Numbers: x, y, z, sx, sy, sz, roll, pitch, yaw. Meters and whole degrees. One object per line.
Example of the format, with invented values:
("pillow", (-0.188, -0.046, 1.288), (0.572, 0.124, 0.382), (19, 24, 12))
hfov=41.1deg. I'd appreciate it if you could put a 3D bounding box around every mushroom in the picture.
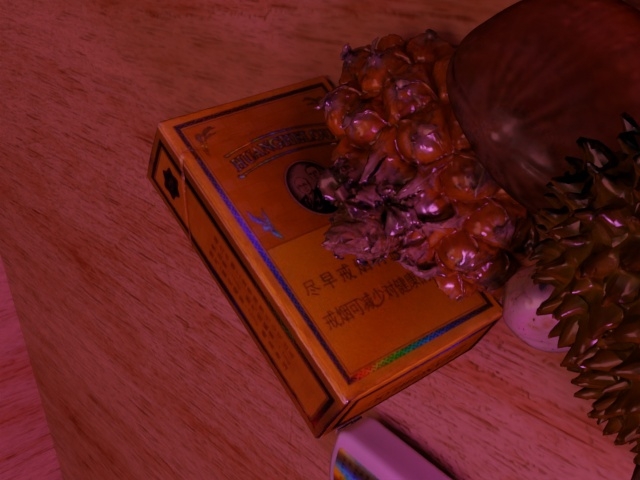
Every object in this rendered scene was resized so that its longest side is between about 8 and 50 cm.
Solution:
("mushroom", (0.184, 0.048, 0.663), (0.084, 0.067, 0.083), (12, 138, 12))

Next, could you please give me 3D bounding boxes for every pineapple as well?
("pineapple", (0.075, -0.062, 0.671), (0.140, 0.164, 0.249), (-36, 75, 49))

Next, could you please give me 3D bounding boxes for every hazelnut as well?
("hazelnut", (0.153, -0.083, 0.555), (0.150, 0.150, 0.150), (33, 134, 42))

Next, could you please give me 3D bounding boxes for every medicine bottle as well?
("medicine bottle", (0.103, 0.290, 0.915), (0.219, 0.078, 0.115), (31, 131, 43))

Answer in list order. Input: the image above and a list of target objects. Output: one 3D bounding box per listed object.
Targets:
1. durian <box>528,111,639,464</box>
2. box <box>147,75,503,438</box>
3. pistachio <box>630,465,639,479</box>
("durian", (0.234, 0.024, 0.412), (0.293, 0.258, 0.258), (-9, 102, 59))
("box", (0.000, 0.000, 0.779), (0.301, 0.193, 0.084), (54, 144, 19))
("pistachio", (0.292, 0.168, 0.517), (0.215, 0.144, 0.144), (-13, 98, 44))
